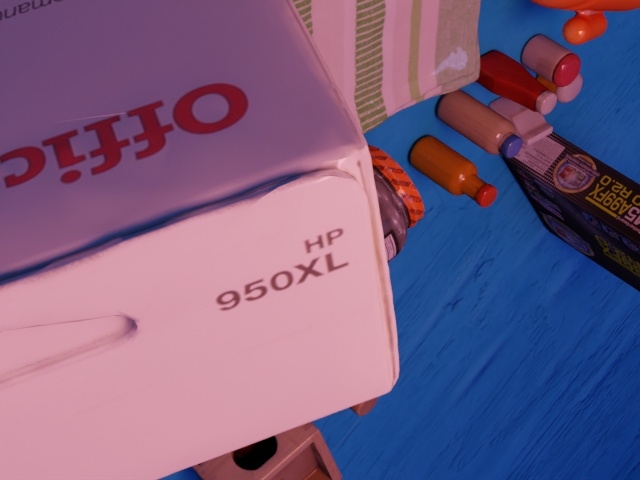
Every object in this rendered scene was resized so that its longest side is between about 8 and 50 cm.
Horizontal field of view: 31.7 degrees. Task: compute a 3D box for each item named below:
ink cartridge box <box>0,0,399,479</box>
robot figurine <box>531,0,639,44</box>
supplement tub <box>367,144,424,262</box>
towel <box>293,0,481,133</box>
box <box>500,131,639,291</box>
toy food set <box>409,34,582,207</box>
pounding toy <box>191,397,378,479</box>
[{"bbox_3d":[-0.167,-0.072,0.534,0.285,0.395,0.166,-20,142,-6],"label":"ink cartridge box"},{"bbox_3d":[0.263,-0.283,1.091,0.219,0.128,0.158,-9,141,-42],"label":"robot figurine"},{"bbox_3d":[0.000,0.000,1.077,0.190,0.117,0.117,-40,143,-15],"label":"supplement tub"},{"bbox_3d":[0.026,-0.183,1.007,0.324,0.038,0.248,-29,139,-26],"label":"towel"},{"bbox_3d":[0.354,-0.011,1.315,0.060,0.270,0.216,-49,145,-3],"label":"box"},{"bbox_3d":[0.214,-0.134,1.195,0.232,0.104,0.111,-28,139,-27],"label":"toy food set"},{"bbox_3d":[-0.039,0.212,1.246,0.206,0.094,0.181,-39,144,-14],"label":"pounding toy"}]
